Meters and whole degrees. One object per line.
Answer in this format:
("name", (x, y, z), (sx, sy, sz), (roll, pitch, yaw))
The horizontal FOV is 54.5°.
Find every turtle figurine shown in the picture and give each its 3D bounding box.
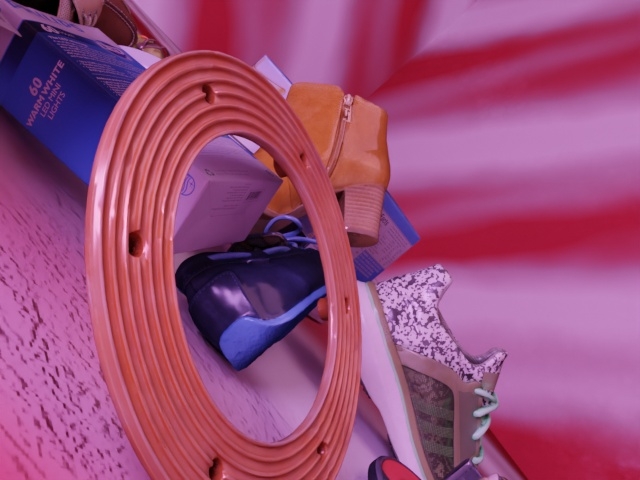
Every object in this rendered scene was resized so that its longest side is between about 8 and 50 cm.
("turtle figurine", (-0.334, -0.349, 1.242), (0.217, 0.087, 0.269), (52, 6, 24))

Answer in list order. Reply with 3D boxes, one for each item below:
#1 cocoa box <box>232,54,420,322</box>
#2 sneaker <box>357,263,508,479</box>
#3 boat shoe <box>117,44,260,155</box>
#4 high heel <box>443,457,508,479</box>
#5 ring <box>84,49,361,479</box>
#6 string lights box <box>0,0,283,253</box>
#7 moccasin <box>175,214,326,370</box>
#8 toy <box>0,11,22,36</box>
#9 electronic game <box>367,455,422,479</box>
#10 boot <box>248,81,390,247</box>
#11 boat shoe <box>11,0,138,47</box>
("cocoa box", (-0.044, -0.085, 1.032), (0.347, 0.228, 0.231), (53, 6, 32))
("sneaker", (0.171, 0.212, 0.794), (0.411, 0.182, 0.158), (64, 7, -6))
("boat shoe", (-0.185, -0.129, 0.825), (0.306, 0.105, 0.113), (40, -35, -17))
("high heel", (0.174, 0.294, 0.521), (0.186, 0.093, 0.261), (51, 8, 14))
("ring", (-0.047, 0.033, 0.451), (0.336, 0.032, 0.337), (-10, 90, -67))
("string lights box", (-0.171, -0.103, 0.550), (0.259, 0.077, 0.133), (40, 17, 14))
("moccasin", (-0.050, 0.034, 0.679), (0.117, 0.138, 0.342), (46, 4, 5))
("toy", (-0.350, -0.232, 0.461), (0.237, 0.056, 0.137), (42, 9, 13))
("electronic game", (0.125, 0.315, 0.615), (0.229, 0.048, 0.229), (49, 6, -7))
("boot", (-0.051, -0.111, 0.793), (0.104, 0.294, 0.211), (132, -36, -61))
("boat shoe", (-0.332, -0.281, 0.731), (0.120, 0.122, 0.324), (57, 15, 16))
